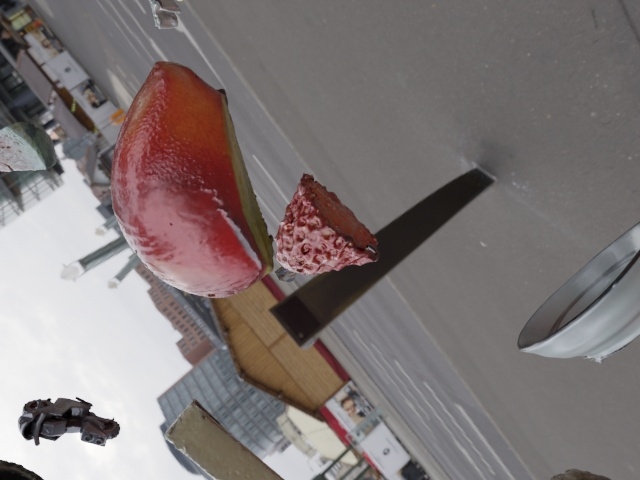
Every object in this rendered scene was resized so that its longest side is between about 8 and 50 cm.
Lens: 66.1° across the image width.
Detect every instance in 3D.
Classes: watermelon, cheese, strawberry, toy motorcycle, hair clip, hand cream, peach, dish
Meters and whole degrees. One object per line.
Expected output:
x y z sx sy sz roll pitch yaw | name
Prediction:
-0.557 -0.169 0.937 0.180 0.094 0.081 -25 -77 -81 | watermelon
-0.105 0.449 0.885 0.400 0.085 0.034 41 149 2 | cheese
0.000 0.000 1.018 0.234 0.178 0.234 40 -162 -16 | strawberry
-0.548 0.393 1.059 0.215 0.080 0.122 16 -173 0 | toy motorcycle
-0.368 -0.571 1.085 0.071 0.159 0.219 -34 80 43 | hair clip
-0.093 0.091 1.361 0.039 0.062 0.163 62 174 10 | hand cream
-0.148 -0.049 0.547 0.154 0.158 0.268 -113 9 -55 | peach
0.475 0.103 0.812 0.106 0.316 0.316 44 168 14 | dish

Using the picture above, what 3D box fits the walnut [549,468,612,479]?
0.419 0.450 0.716 0.178 0.178 0.230 51 -173 -4 | walnut

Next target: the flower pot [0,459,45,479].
-0.662 0.609 0.902 0.298 0.283 0.299 25 -172 -4 | flower pot
